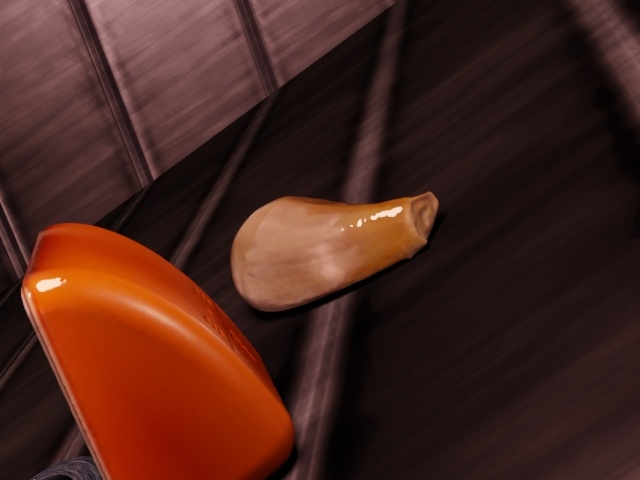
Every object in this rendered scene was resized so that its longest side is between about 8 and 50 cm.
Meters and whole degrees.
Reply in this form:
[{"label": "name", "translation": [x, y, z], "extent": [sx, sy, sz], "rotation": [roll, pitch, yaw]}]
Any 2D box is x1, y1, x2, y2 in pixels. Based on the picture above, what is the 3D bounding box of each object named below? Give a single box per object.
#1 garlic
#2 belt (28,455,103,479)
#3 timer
[{"label": "garlic", "translation": [-0.006, 0.005, 1.186], "extent": [0.318, 0.112, 0.143], "rotation": [-6, 29, 42]}, {"label": "belt", "translation": [-0.234, 0.258, 0.937], "extent": [0.141, 0.082, 0.190], "rotation": [-35, 16, -16]}, {"label": "timer", "translation": [-0.160, 0.101, 0.918], "extent": [0.161, 0.250, 0.257], "rotation": [-37, 15, -3]}]
